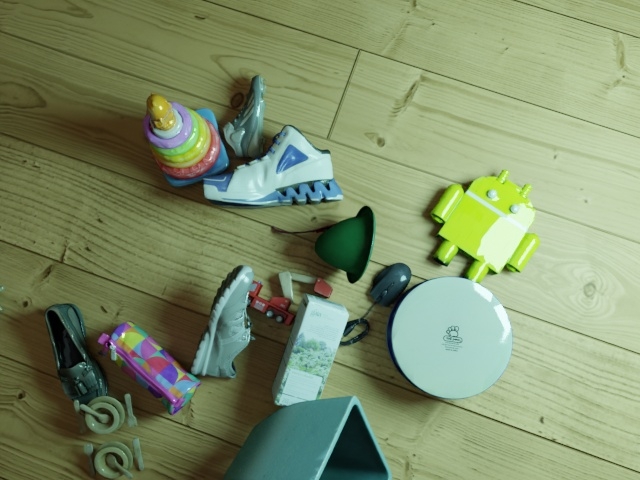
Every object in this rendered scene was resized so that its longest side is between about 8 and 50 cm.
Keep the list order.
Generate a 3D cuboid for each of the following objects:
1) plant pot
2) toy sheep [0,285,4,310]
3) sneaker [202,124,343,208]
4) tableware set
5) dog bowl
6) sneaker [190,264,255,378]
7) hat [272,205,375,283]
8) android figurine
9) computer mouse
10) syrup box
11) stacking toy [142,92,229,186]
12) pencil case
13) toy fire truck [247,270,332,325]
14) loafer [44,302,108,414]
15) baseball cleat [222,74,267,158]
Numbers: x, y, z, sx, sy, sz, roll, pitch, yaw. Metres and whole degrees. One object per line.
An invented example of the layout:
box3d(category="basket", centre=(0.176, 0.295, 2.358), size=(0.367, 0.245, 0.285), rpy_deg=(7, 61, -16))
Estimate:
box3d(category="plant pot", centre=(-0.040, 0.477, 1.083), size=(0.252, 0.247, 0.248), rpy_deg=(-7, 118, 31))
box3d(category="toy sheep", centre=(-0.794, 0.146, 1.260), size=(0.132, 0.091, 0.091), rpy_deg=(-34, 82, -17))
box3d(category="sneaker", centre=(-0.110, -0.171, 1.262), size=(0.315, 0.127, 0.182), rpy_deg=(-3, 86, -6))
box3d(category="tableware set", centre=(-0.471, 0.441, 1.201), size=(0.128, 0.039, 0.194), rpy_deg=(-8, 99, 1))
box3d(category="dog bowl", centre=(0.281, 0.213, 1.206), size=(0.265, 0.104, 0.265), rpy_deg=(0, 82, 1))
box3d(category="sneaker", centre=(-0.194, 0.184, 1.217), size=(0.115, 0.105, 0.281), rpy_deg=(19, 109, -11))
box3d(category="hat", centre=(0.000, 0.000, 1.197), size=(0.183, 0.208, 0.173), rpy_deg=(11, 56, -13))
box3d(category="android figurine", centre=(0.387, -0.036, 1.266), size=(0.248, 0.056, 0.273), rpy_deg=(36, 86, 6))
box3d(category="computer mouse", centre=(0.122, 0.147, 1.253), size=(0.071, 0.041, 0.242), rpy_deg=(39, 85, 6))
box3d(category="syrup box", centre=(-0.025, 0.244, 1.189), size=(0.093, 0.096, 0.237), rpy_deg=(18, 92, -10))
box3d(category="stacking toy", centre=(-0.321, -0.240, 1.190), size=(0.166, 0.302, 0.175), rpy_deg=(-19, 82, -1))
box3d(category="pencil case", centre=(-0.384, 0.284, 1.219), size=(0.236, 0.104, 0.104), rpy_deg=(37, 84, 6))
box3d(category="toy fire truck", centre=(-0.082, 0.122, 1.259), size=(0.192, 0.047, 0.135), rpy_deg=(27, 83, 6))
box3d(category="loafer", centre=(-0.566, 0.271, 1.232), size=(0.096, 0.084, 0.267), rpy_deg=(-23, 82, -2))
box3d(category="baseball cleat", centre=(-0.183, -0.300, 1.312), size=(0.109, 0.072, 0.206), rpy_deg=(0, 81, 1))
